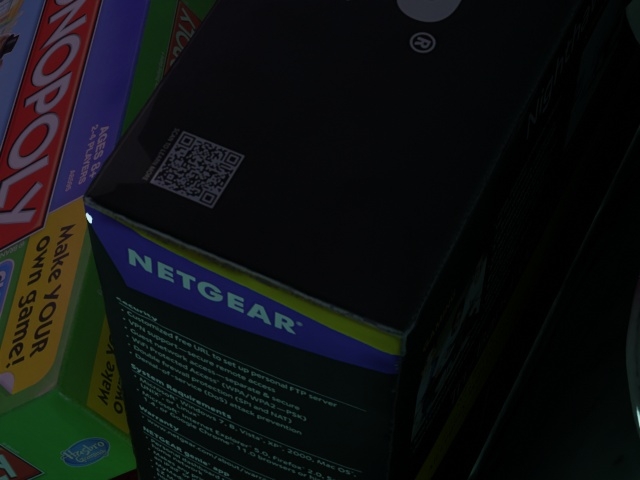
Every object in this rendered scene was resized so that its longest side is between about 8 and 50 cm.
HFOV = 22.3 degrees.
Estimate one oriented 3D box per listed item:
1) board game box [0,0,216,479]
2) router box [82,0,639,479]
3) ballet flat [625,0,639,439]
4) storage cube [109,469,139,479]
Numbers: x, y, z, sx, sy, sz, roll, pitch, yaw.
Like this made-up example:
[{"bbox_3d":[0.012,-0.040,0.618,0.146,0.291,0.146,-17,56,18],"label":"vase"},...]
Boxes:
[{"bbox_3d":[-0.131,-0.023,0.628,0.213,0.046,0.317,-27,38,30],"label":"board game box"},{"bbox_3d":[0.048,-0.045,0.503,0.309,0.081,0.243,-60,-15,-29],"label":"router box"},{"bbox_3d":[0.114,-0.047,0.383,0.096,0.095,0.280,-61,1,44],"label":"ballet flat"},{"bbox_3d":[-0.074,0.067,0.733,0.193,0.183,0.215,-58,10,-17],"label":"storage cube"}]
